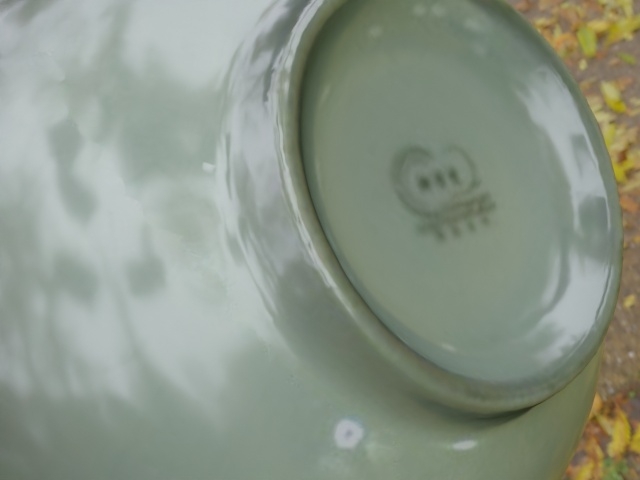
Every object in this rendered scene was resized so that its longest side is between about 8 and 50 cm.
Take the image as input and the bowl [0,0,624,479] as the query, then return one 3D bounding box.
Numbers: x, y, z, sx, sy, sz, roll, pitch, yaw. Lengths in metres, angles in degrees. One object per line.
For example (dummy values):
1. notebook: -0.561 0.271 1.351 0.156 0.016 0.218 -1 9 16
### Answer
1. bowl: 0.000 0.000 0.519 0.185 0.354 0.354 -24 33 49
